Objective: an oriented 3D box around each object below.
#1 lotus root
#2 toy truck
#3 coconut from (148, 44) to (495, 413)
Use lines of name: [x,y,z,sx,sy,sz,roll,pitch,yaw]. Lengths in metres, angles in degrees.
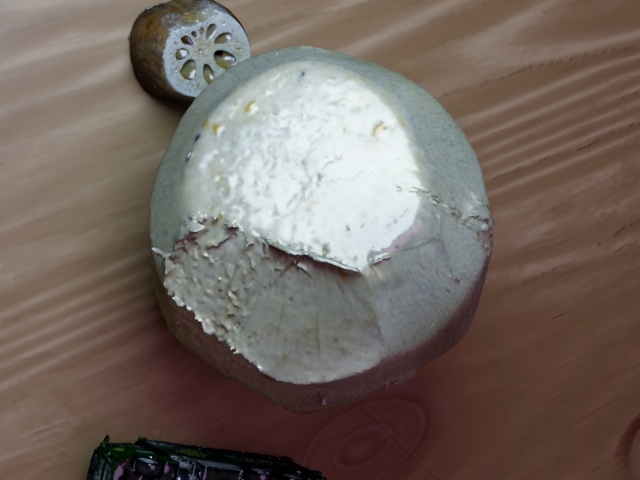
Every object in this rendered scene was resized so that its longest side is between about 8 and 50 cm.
lotus root: [-0.131,-0.193,1.585,0.122,0.081,0.112,-26,115,-24]
toy truck: [-0.123,0.265,1.611,0.259,0.121,0.088,12,90,-30]
coconut: [0.000,0.000,1.530,0.346,0.360,0.346,-1,71,3]
